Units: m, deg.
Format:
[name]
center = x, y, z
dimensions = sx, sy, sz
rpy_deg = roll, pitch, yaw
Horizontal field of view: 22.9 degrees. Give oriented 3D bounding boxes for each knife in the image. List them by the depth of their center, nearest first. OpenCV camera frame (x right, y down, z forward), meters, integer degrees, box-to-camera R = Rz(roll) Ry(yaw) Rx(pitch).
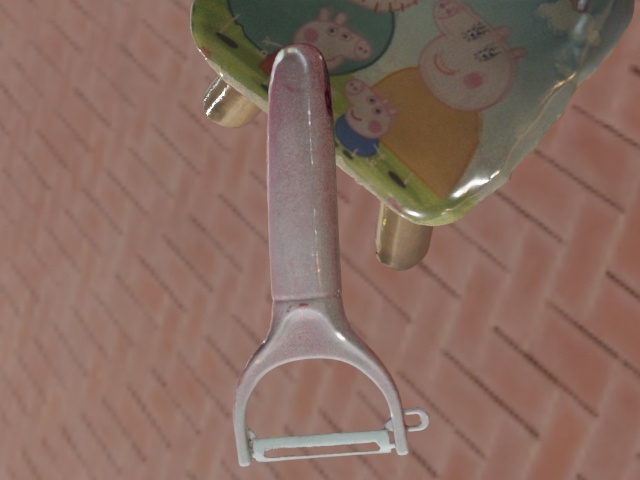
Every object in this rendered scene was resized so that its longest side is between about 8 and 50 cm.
[knife]
center = 0.000, -0.001, 1.001
dimensions = 0.053, 0.123, 0.278
rpy_deg = 68, -162, -77

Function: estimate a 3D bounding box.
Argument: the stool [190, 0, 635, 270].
[stool]
center = 0.075, -0.177, 1.419
dimensions = 0.310, 0.310, 0.226
rpy_deg = -49, -6, -12
